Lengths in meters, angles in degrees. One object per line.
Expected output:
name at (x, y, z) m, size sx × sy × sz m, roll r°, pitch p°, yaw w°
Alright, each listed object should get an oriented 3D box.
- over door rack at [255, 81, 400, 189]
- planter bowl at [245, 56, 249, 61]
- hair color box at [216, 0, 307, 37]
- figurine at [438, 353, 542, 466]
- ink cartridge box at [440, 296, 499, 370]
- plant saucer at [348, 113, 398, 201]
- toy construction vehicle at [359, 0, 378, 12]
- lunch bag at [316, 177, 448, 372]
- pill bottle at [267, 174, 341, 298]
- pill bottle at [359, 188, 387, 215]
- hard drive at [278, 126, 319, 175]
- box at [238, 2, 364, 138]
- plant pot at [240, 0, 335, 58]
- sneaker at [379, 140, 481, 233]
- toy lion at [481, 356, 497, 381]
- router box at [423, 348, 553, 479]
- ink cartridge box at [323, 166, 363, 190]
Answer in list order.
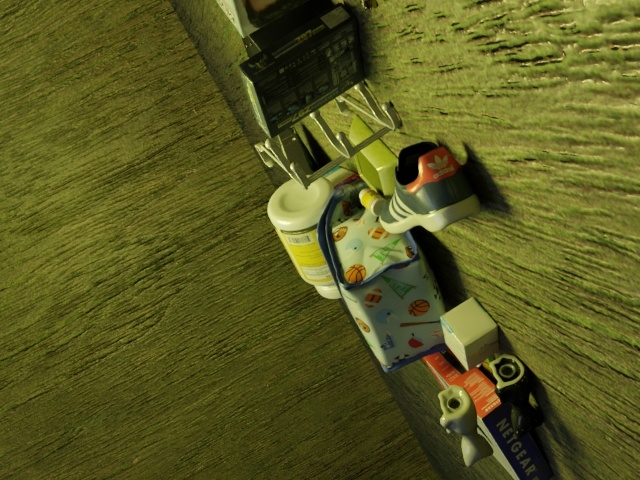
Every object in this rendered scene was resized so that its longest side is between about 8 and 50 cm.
over door rack at (-0.005, -0.232, 1.626) m, size 0.108 × 0.239 × 0.324 m, roll 60°, pitch 172°, yaw -23°
planter bowl at (-0.166, -0.480, 2.282) m, size 0.217 × 0.090 × 0.217 m, roll 57°, pitch 173°, yaw 11°
hair color box at (-0.114, -0.541, 1.337) m, size 0.114 × 0.185 × 0.374 m, roll 55°, pitch 172°, yaw 21°
figurine at (0.372, 0.383, 1.691) m, size 0.210 × 0.214 × 0.092 m, roll 62°, pitch 177°, yaw -33°
ink cartridge box at (0.333, 0.212, 1.731) m, size 0.092 × 0.089 × 0.143 m, roll 54°, pitch 172°, yaw 35°
plant saucer at (0.127, -0.164, 1.779) m, size 0.188 × 0.045 × 0.188 m, roll 53°, pitch 171°, yaw 38°
toy construction vehicle at (0.070, -0.415, 1.243) m, size 0.098 × 0.035 × 0.086 m, roll 76°, pitch 173°, yaw -57°
lunch bag at (0.145, 0.069, 1.919) m, size 0.386 × 0.238 × 0.328 m, roll -105°, pitch -8°, yaw -51°
pill bottle at (0.000, 0.000, 2.106) m, size 0.188 × 0.187 × 0.334 m, roll 51°, pitch 170°, yaw 48°
pill bottle at (0.119, -0.089, 1.773) m, size 0.083 × 0.043 × 0.043 m, roll 47°, pitch 166°, yaw 56°
hard drive at (-0.023, -0.158, 2.342) m, size 0.237 × 0.064 × 0.339 m, roll 56°, pitch -169°, yaw -52°
box at (-0.030, -0.318, 1.482) m, size 0.059 × 0.232 × 0.183 m, roll 52°, pitch 171°, yaw 27°
plant pot at (-0.060, -0.409, 1.585) m, size 0.188 × 0.167 × 0.187 m, roll 54°, pitch 171°, yaw 28°
sneaker at (0.180, -0.102, 1.433) m, size 0.148 × 0.131 × 0.350 m, roll 67°, pitch 166°, yaw -5°
toy lion at (0.399, 0.291, 1.861) m, size 0.096 × 0.034 × 0.100 m, roll 42°, pitch 163°, yaw 43°
router box at (0.415, 0.434, 1.966) m, size 0.335 × 0.082 × 0.301 m, roll 56°, pitch 175°, yaw -32°
ink cartridge box at (0.080, -0.116, 2.143) m, size 0.134 × 0.078 × 0.231 m, roll 61°, pitch 172°, yaw -19°
